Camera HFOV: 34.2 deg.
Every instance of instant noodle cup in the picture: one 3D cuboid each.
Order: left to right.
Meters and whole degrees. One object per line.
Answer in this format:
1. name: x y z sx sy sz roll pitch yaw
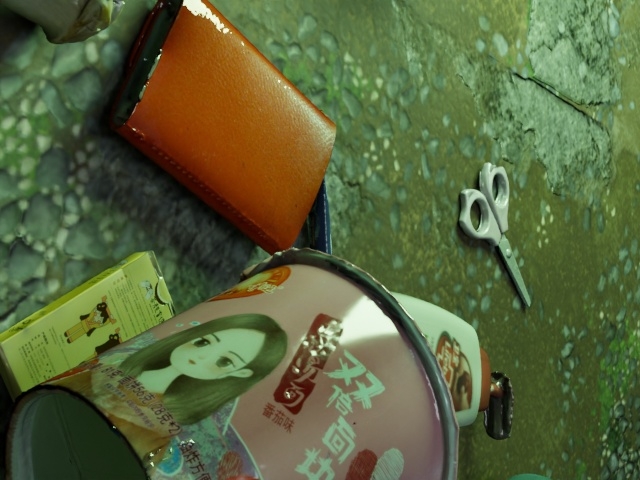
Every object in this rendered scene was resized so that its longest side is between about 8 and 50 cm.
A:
1. instant noodle cup: -0.066 0.148 0.715 0.231 0.243 0.243 -20 105 -44

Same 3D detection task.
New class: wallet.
1. wallet: -0.074 -0.094 0.846 0.204 0.045 0.142 40 60 -41

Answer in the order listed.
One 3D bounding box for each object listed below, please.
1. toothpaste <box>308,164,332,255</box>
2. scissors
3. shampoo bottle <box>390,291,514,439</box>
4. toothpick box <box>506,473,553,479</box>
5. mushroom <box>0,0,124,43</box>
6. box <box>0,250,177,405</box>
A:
1. toothpaste: 0.000 0.000 0.940 0.021 0.037 0.140 -8 100 -23
2. scissors: 0.207 0.004 1.183 0.100 0.015 0.189 -50 127 -34
3. shampoo bottle: 0.111 0.141 1.032 0.284 0.071 0.153 18 79 -45
4. toothpick box: 0.194 0.339 1.093 0.184 0.120 0.120 -30 112 -41
5. mushroom: -0.223 -0.176 0.657 0.223 0.081 0.092 -5 76 -50
6. box: -0.168 0.070 0.761 0.149 0.020 0.073 -35 115 -42
